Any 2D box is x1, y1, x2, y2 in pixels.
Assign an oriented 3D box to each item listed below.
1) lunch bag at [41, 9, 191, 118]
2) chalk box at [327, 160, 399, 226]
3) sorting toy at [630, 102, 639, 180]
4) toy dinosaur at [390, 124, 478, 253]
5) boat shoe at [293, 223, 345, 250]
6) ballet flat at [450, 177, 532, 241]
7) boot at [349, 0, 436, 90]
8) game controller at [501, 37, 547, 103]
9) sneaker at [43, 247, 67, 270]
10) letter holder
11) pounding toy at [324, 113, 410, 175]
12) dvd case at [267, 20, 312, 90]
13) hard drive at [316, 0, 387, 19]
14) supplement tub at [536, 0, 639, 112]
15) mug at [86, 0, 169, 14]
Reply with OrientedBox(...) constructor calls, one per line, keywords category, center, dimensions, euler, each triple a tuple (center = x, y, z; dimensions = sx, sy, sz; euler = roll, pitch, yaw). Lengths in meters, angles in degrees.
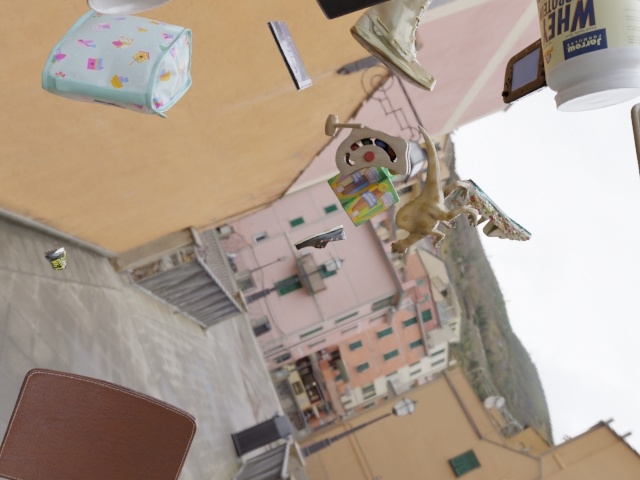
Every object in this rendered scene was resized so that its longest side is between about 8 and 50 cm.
OrientedBox(category="lunch bag", center=(-0.404, -0.350, 1.050), dimensions=(0.262, 0.224, 0.160), euler=(-81, -177, -48))
OrientedBox(category="chalk box", center=(0.156, -0.169, 1.606), dimensions=(0.132, 0.213, 0.132), euler=(49, 12, -50))
OrientedBox(category="sorting toy", center=(0.545, -0.052, 0.654), dimensions=(0.041, 0.229, 0.306), euler=(6, 77, -68))
OrientedBox(category="toy dinosaur", center=(0.133, -0.040, 0.597), dimensions=(0.053, 0.093, 0.183), euler=(-108, -159, -46))
OrientedBox(category="boat shoe", center=(0.001, 0.000, 1.219), dimensions=(0.049, 0.133, 0.041), euler=(-10, -82, 66))
OrientedBox(category="ballet flat", center=(0.387, -0.054, 1.182), dimensions=(0.241, 0.077, 0.091), euler=(35, 16, -23))
OrientedBox(category="boot", center=(0.234, -0.529, 1.304), dimensions=(0.262, 0.203, 0.095), euler=(37, 7, -8))
OrientedBox(category="game controller", center=(0.690, -0.562, 1.703), dimensions=(0.319, 0.067, 0.166), euler=(-159, -115, -84))
OrientedBox(category="sneaker", center=(-0.450, 0.033, 0.882), dimensions=(0.083, 0.031, 0.035), euler=(163, -89, -74))
OrientedBox(category="letter holder", center=(-0.388, 0.340, 0.948), dimensions=(0.152, 0.302, 0.214), euler=(-127, -123, -81))
OrientedBox(category="pounding toy", center=(0.121, -0.247, 1.454), dimensions=(0.155, 0.270, 0.154), euler=(-26, 136, -72))
OrientedBox(category="dvd case", center=(-0.094, -0.595, 1.650), dimensions=(0.221, 0.018, 0.164), euler=(65, 20, -15))
OrientedBox(category="hard drive", center=(0.033, -0.516, 0.890), dimensions=(0.254, 0.172, 0.054), euler=(59, 30, -46))
OrientedBox(category="supplement tub", center=(0.688, -0.512, 1.301), dimensions=(0.235, 0.236, 0.324), euler=(157, -73, -83))
OrientedBox(category="mug", center=(-0.228, -0.371, 0.583), dimensions=(0.150, 0.113, 0.169), euler=(-12, -81, 40))
